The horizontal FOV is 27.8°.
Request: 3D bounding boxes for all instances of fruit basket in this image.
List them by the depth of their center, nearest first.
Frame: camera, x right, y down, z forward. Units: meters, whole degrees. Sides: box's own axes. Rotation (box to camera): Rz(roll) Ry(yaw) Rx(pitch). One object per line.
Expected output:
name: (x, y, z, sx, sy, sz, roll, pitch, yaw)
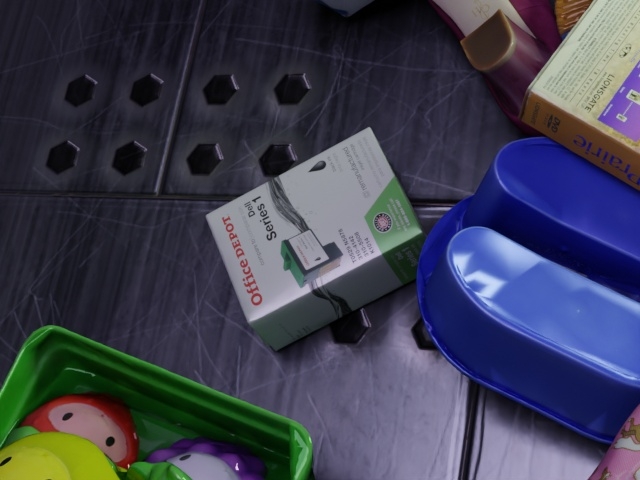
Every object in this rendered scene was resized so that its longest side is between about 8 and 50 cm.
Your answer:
fruit basket: (-0.217, 0.249, 1.270, 0.392, 0.392, 0.283, 18, 74, 26)

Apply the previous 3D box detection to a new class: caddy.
caddy: (0.262, 0.056, 1.284, 0.341, 0.179, 0.241, 26, 67, 12)

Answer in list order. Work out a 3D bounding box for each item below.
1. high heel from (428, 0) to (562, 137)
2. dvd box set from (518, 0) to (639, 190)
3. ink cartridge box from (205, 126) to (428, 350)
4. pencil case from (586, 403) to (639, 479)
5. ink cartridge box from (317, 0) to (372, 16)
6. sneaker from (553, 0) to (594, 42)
high heel: (0.221, -0.258, 1.524, 0.127, 0.181, 0.377, -33, 38, 27)
dvd box set: (0.449, -0.131, 1.249, 0.420, 0.062, 0.308, 32, 67, 13)
ink cartridge box: (0.000, 0.000, 1.459, 0.219, 0.092, 0.160, -28, 60, 6)
pencil case: (0.307, 0.207, 1.048, 0.167, 0.160, 0.386, 40, 71, 8)
ink cartridge box: (0.070, -0.512, 1.577, 0.270, 0.151, 0.396, -26, 51, 39)
sneaker: (0.315, -0.269, 1.441, 0.111, 0.131, 0.297, -15, 55, 14)
